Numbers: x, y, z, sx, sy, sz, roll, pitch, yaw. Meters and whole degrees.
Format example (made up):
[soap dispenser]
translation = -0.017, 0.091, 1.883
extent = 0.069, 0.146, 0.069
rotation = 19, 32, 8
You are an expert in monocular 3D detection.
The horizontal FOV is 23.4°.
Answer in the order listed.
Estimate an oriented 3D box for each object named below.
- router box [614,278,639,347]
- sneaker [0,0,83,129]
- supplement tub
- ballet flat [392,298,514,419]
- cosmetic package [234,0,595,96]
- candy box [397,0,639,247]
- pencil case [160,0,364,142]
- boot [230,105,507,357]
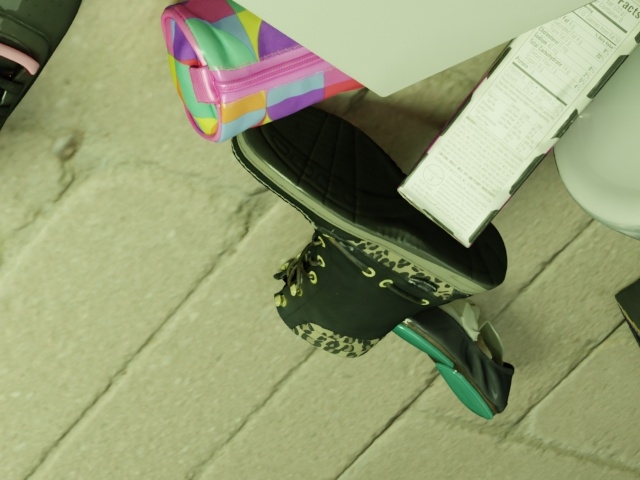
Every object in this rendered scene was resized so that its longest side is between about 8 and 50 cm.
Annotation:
[router box]
translation = 0.469, 0.052, 1.560
extent = 0.309, 0.081, 0.243
rotation = -34, 143, 4
[sneaker]
translation = -0.218, -0.054, 0.922
extent = 0.296, 0.147, 0.104
rotation = -45, 139, 16
[supplement tub]
translation = 0.348, -0.067, 1.252
extent = 0.316, 0.193, 0.193
rotation = 17, 123, -44
[ballet flat]
translation = 0.121, 0.090, 1.389
extent = 0.074, 0.074, 0.203
rotation = -37, 136, 8
[cosmetic package]
translation = -0.023, -0.242, 0.774
extent = 0.155, 0.197, 0.365
rotation = -22, 151, 32
[candy box]
translation = 0.163, -0.121, 1.101
extent = 0.233, 0.071, 0.159
rotation = -52, 178, 26
[pencil case]
translation = 0.015, -0.143, 1.018
extent = 0.236, 0.104, 0.104
rotation = -22, 142, -12
[boot]
translation = 0.000, 0.002, 1.174
extent = 0.236, 0.085, 0.178
rotation = 30, 140, -21
